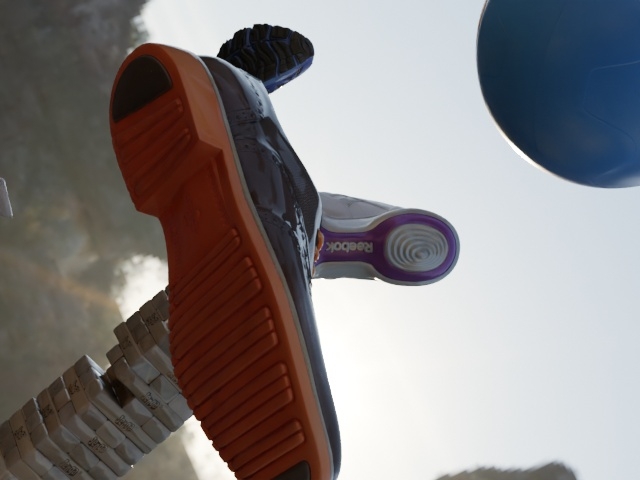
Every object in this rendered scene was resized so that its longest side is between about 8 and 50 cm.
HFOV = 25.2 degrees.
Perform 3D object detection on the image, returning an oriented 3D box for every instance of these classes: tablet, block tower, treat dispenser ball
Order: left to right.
[{"bbox_3d":[-0.386,-0.054,1.653,0.083,0.054,0.006,97,9,-59],"label":"tablet"},{"bbox_3d":[-0.184,0.146,1.423,0.097,0.335,0.091,49,-2,-29],"label":"block tower"},{"bbox_3d":[0.305,-0.197,1.488,0.288,0.288,0.288,60,-14,26],"label":"treat dispenser ball"}]

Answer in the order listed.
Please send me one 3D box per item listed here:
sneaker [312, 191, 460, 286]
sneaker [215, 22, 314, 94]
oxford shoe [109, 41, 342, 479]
[{"bbox_3d":[0.000,0.000,1.658,0.152,0.305,0.114,-166,-94,-81],"label":"sneaker"},{"bbox_3d":[-0.090,-0.189,1.693,0.087,0.221,0.083,18,60,-47],"label":"sneaker"},{"bbox_3d":[-0.038,0.018,1.042,0.130,0.133,0.363,-34,-114,41],"label":"oxford shoe"}]
